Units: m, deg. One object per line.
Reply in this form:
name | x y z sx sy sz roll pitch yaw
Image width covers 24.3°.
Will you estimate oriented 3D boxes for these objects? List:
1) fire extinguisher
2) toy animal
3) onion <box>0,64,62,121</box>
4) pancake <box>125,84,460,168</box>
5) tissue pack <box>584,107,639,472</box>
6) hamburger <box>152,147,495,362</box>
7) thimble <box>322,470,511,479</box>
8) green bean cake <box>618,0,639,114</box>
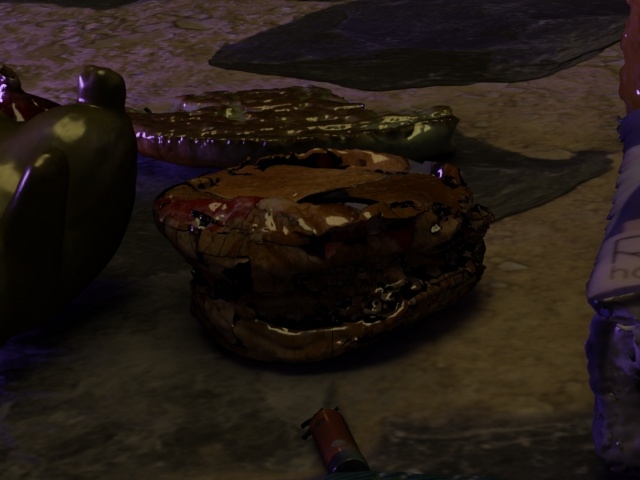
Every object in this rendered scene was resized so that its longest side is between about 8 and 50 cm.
fire extinguisher | 0.006 0.114 0.829 0.028 0.022 0.083 -38 22 2
toy animal | -0.251 0.005 0.974 0.181 0.180 0.363 6 25 18
onion | -0.239 -0.075 1.249 0.098 0.151 0.206 -2 28 -27
pancake | -0.049 -0.104 1.399 0.377 0.054 0.197 7 25 27
tissue pack | 0.288 0.012 0.872 0.243 0.125 0.343 0 21 15
hamburger | 0.000 0.000 1.025 0.231 0.106 0.231 -7 16 2
thimble | 0.039 0.153 0.575 0.090 0.118 0.135 -1 21 17
green bean cake | 0.362 -0.186 1.253 0.131 0.224 0.230 -21 28 -34
